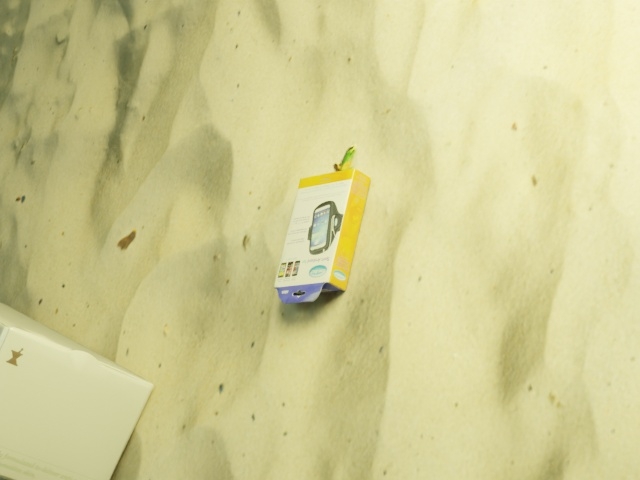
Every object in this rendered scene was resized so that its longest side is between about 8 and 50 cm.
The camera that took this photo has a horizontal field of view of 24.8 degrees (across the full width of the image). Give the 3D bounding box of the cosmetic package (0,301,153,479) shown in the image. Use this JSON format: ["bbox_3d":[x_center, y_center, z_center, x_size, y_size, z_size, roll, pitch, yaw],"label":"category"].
[{"bbox_3d":[-0.372,0.149,1.624,0.365,0.197,0.155,19,82,54],"label":"cosmetic package"}]

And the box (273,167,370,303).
[{"bbox_3d":[0.000,0.000,1.420,0.081,0.028,0.136,-7,64,47],"label":"box"}]
